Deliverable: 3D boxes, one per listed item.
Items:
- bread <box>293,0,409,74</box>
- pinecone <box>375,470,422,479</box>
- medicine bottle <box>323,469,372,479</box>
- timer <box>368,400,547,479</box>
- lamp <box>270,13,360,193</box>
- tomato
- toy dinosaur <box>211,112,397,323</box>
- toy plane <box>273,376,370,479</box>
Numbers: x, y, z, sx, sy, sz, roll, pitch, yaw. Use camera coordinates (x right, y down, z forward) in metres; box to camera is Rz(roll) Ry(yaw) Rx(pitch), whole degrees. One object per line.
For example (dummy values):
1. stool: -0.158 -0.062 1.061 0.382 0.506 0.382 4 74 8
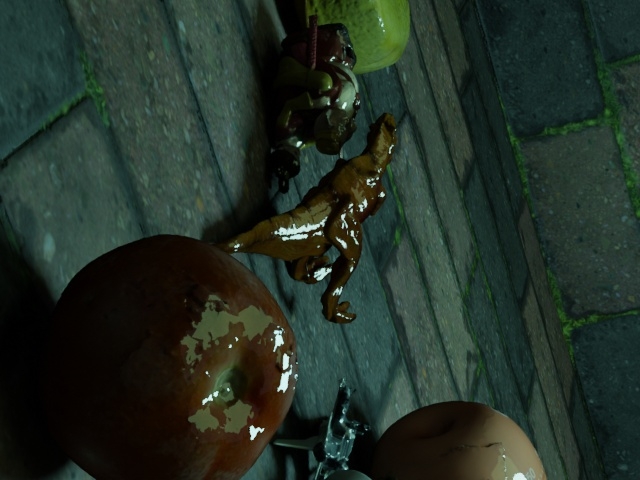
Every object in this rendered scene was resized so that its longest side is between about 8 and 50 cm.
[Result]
1. bread: 0.037 -0.356 2.153 0.270 0.148 0.270 -9 90 -75
2. pinecone: 0.101 0.385 1.779 0.212 0.168 0.185 58 36 -16
3. medicine bottle: 0.006 0.310 1.632 0.140 0.079 0.079 -38 116 -51
4. timer: 0.176 0.322 1.960 0.229 0.229 0.215 -68 137 -62
5. lamp: -0.006 -0.168 1.931 0.253 0.118 0.118 -87 157 -46
6. tomato: -0.126 0.099 1.213 0.208 0.184 0.208 -8 102 -42
7. toy dinosaur: 0.000 0.000 1.812 0.432 0.097 0.208 -48 148 -50
8. toy plane: 0.018 0.230 1.774 0.234 0.082 0.160 -2 106 -72
